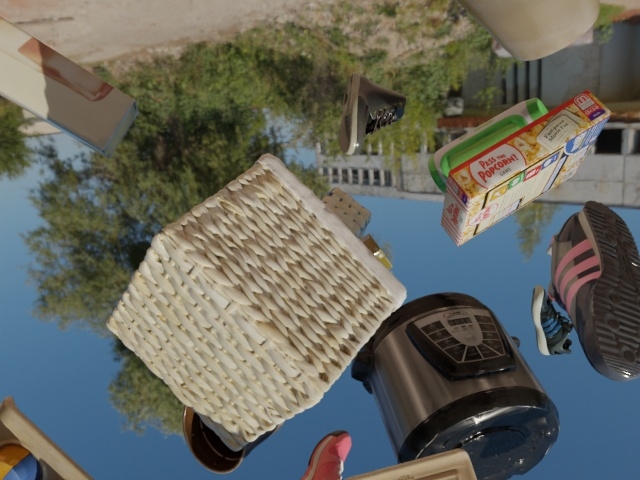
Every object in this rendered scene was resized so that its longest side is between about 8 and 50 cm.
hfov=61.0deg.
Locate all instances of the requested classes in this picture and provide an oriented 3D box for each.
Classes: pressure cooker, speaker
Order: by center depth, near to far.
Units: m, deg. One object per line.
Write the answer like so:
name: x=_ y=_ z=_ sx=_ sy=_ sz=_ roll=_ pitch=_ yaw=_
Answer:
pressure cooker: x=0.297 y=0.332 z=1.289 sx=0.375 sy=0.370 sz=0.420 roll=-40 pitch=-145 yaw=16
speaker: x=0.419 y=-0.226 z=1.342 sx=0.296 sy=0.131 sz=0.131 roll=-29 pitch=-178 yaw=33

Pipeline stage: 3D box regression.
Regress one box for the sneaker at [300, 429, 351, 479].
sneaker: x=0.018 y=0.645 z=1.419 sx=0.136 sy=0.116 sz=0.314 roll=14 pitch=-138 yaw=31

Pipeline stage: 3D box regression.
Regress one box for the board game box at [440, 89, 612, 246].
board game box: x=0.246 y=-0.083 z=0.676 sx=0.193 sy=0.045 sz=0.147 roll=-31 pitch=157 yaw=-5

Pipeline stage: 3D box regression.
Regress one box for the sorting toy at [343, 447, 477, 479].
sorting toy: x=0.149 y=0.421 z=0.782 sx=0.193 sy=0.208 sz=0.038 roll=-19 pitch=172 yaw=9

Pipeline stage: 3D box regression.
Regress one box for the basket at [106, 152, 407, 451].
basket: x=-0.107 y=0.111 z=0.873 sx=0.328 sy=0.331 sz=0.266 roll=-46 pitch=180 yaw=44

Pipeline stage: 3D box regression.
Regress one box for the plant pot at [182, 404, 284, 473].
plant pot: x=-0.165 y=0.364 z=1.120 sx=0.167 sy=0.167 sz=0.165 roll=4 pitch=-174 yaw=33

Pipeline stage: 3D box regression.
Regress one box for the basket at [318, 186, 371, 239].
basket: x=0.000 y=0.000 z=1.520 sx=0.201 sy=0.289 sz=0.254 roll=35 pitch=-129 yaw=1

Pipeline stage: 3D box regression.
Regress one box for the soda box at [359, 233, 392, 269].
soda box: x=0.044 y=0.070 z=1.062 sx=0.181 sy=0.061 sz=0.058 roll=-35 pitch=-140 yaw=5

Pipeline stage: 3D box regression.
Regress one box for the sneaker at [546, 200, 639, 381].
sneaker: x=0.400 y=0.086 z=0.805 sx=0.112 sy=0.131 sz=0.319 roll=28 pitch=-134 yaw=-5

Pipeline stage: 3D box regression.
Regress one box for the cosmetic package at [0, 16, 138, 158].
cosmetic package: x=-0.539 y=-0.304 z=1.109 sx=0.296 sy=0.129 sz=0.153 roll=32 pitch=173 yaw=-15

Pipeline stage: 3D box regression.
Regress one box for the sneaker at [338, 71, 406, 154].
sneaker: x=0.105 y=-0.237 z=1.034 sx=0.118 sy=0.083 sz=0.222 roll=15 pitch=-131 yaw=-8

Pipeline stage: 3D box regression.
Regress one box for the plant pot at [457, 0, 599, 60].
plant pot: x=0.430 y=-0.544 z=1.121 sx=0.323 sy=0.280 sz=0.323 roll=-32 pitch=-152 yaw=19

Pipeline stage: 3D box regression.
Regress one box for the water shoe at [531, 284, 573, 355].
water shoe: x=0.528 y=0.178 z=1.231 sx=0.080 sy=0.203 sz=0.073 roll=-3 pitch=-141 yaw=28

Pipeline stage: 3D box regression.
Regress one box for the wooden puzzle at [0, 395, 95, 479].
wooden puzzle: x=-0.548 y=0.508 z=0.984 sx=0.322 sy=0.348 sz=0.080 roll=-47 pitch=175 yaw=16
